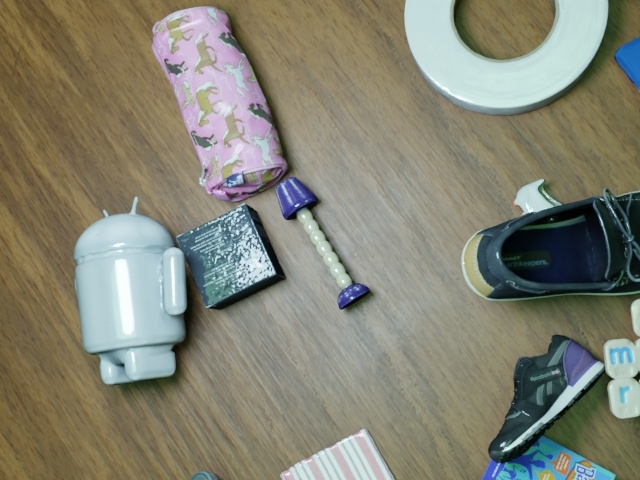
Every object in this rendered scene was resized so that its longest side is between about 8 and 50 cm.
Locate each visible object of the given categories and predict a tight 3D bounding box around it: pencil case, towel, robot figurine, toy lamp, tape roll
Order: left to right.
[{"bbox_3d":[-0.374,0.100,1.933,0.300,0.200,0.353,-12,81,33],"label":"robot figurine"},{"bbox_3d":[-0.204,-0.275,1.971,0.160,0.167,0.386,-30,76,42],"label":"pencil case"},{"bbox_3d":[0.000,0.000,1.940,0.080,0.080,0.274,-33,81,5],"label":"toy lamp"},{"bbox_3d":[0.037,0.468,1.904,0.197,0.029,0.144,-29,79,4],"label":"towel"},{"bbox_3d":[0.358,-0.439,1.926,0.392,0.072,0.392,-1,83,10],"label":"tape roll"}]

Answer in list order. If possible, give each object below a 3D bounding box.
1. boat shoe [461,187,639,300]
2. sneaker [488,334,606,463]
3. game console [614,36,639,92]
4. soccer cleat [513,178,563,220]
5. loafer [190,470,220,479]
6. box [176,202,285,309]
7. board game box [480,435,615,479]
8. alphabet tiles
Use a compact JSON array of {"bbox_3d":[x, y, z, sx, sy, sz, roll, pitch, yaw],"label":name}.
[{"bbox_3d":[0.502,0.007,1.761,0.500,0.156,0.186,-9,81,-11],"label":"boat shoe"},{"bbox_3d":[0.382,0.284,1.801,0.283,0.107,0.124,-37,67,-24],"label":"sneaker"},{"bbox_3d":[0.749,-0.298,1.860,0.293,0.173,0.250,-27,110,7],"label":"game console"},{"bbox_3d":[0.440,-0.025,1.861,0.076,0.068,0.196,-37,75,25],"label":"soccer cleat"},{"bbox_3d":[-0.212,0.583,1.921,0.096,0.084,0.267,-9,76,41],"label":"loafer"},{"bbox_3d":[-0.176,0.034,1.958,0.156,0.093,0.158,-26,79,6],"label":"box"},{"bbox_3d":[0.405,0.447,1.797,0.210,0.047,0.160,27,64,12],"label":"board game box"},{"bbox_3d":[0.655,0.237,1.785,0.284,0.021,0.278,-5,85,-4],"label":"alphabet tiles"}]
